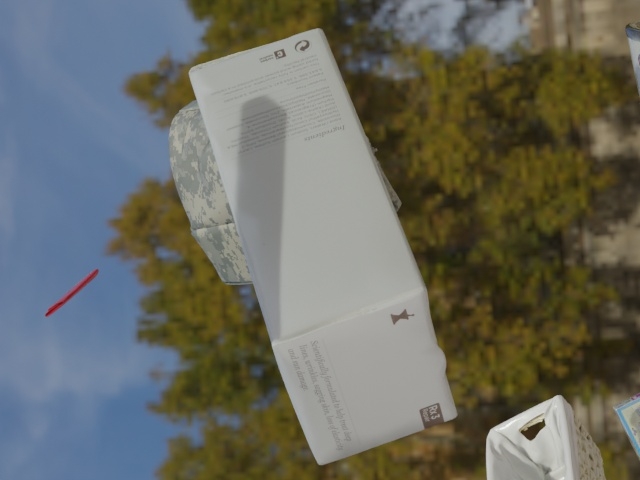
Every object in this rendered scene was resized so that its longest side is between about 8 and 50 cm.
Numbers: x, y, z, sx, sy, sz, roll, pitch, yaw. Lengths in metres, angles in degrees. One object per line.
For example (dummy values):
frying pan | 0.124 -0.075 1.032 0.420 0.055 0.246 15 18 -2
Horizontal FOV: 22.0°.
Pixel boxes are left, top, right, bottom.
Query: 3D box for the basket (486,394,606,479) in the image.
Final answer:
basket | 0.267 0.284 1.916 0.103 0.113 0.167 47 -154 -27

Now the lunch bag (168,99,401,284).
lunch bag | -0.069 -0.097 2.268 0.212 0.305 0.256 -38 -75 -25

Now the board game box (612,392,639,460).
board game box | 0.470 0.267 2.190 0.154 0.103 0.026 63 -179 -4

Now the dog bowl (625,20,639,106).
dog bowl | 0.589 -0.196 2.087 0.408 0.408 0.150 -37 -50 -72

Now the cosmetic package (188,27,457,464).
cosmetic package | 0.000 0.000 1.639 0.217 0.156 0.385 72 180 -47

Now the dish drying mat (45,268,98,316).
dish drying mat | -0.262 0.055 1.741 0.008 0.032 0.083 52 -151 -5
